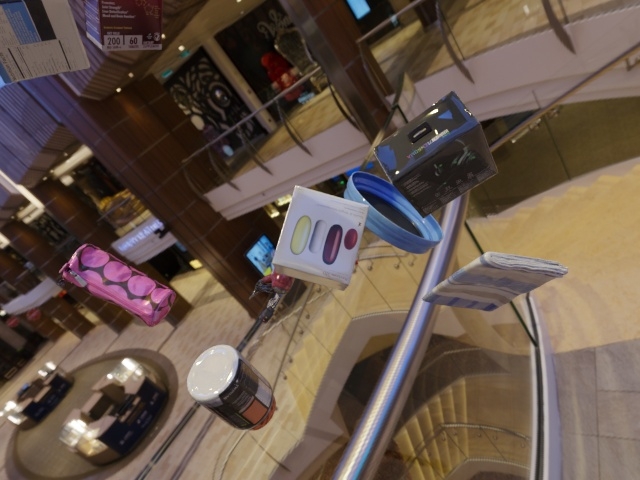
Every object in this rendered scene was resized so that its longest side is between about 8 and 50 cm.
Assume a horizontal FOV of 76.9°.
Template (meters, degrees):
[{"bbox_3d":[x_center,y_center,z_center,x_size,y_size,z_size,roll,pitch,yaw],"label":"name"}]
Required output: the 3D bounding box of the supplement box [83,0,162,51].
[{"bbox_3d":[-0.375,-0.496,0.767,0.130,0.073,0.240,-27,-31,-41],"label":"supplement box"}]

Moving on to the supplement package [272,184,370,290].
[{"bbox_3d":[0.000,0.000,1.021,0.149,0.193,0.203,101,-176,-77],"label":"supplement package"}]

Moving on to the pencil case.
[{"bbox_3d":[-0.401,0.095,0.806,0.095,0.209,0.098,-61,9,-2],"label":"pencil case"}]

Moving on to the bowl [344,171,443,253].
[{"bbox_3d":[0.253,-0.100,1.433,0.077,0.390,0.391,-56,14,27],"label":"bowl"}]

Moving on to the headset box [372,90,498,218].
[{"bbox_3d":[0.309,-0.217,1.078,0.246,0.283,0.131,-34,58,19],"label":"headset box"}]

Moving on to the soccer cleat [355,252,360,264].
[{"bbox_3d":[0.044,0.074,1.424,0.196,0.068,0.076,-19,63,-10],"label":"soccer cleat"}]

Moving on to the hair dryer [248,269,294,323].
[{"bbox_3d":[-0.174,0.130,1.468,0.294,0.080,0.223,-54,35,7],"label":"hair dryer"}]

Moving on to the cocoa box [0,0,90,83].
[{"bbox_3d":[-0.829,-0.648,1.093,0.227,0.347,0.231,-24,-19,-23],"label":"cocoa box"}]

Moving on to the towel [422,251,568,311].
[{"bbox_3d":[0.399,0.108,0.957,0.285,0.208,0.034,121,154,-58],"label":"towel"}]

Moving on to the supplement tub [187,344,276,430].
[{"bbox_3d":[-0.282,0.505,1.349,0.193,0.316,0.194,-14,43,14],"label":"supplement tub"}]
